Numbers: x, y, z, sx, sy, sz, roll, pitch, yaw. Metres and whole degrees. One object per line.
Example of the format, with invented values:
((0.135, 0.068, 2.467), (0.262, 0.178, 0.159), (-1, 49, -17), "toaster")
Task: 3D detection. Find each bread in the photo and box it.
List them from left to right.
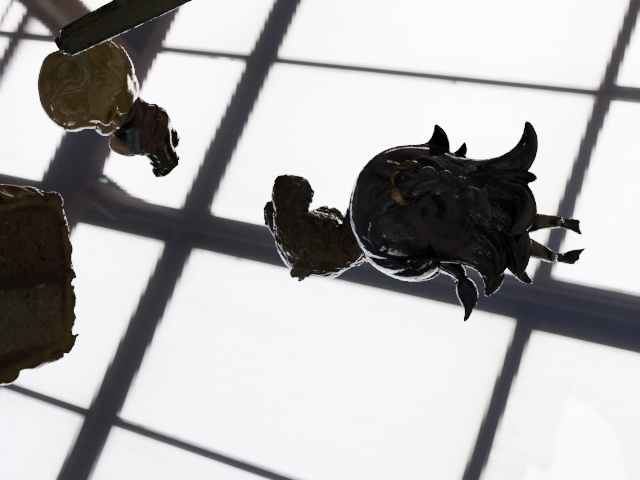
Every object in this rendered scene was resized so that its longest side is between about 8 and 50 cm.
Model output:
((-0.319, 0.047, 1.055), (0.222, 0.096, 0.182), (-17, -75, -47), "bread")

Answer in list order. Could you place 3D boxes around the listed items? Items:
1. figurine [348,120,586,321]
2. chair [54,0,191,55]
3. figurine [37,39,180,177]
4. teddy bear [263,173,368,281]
((0.161, -0.034, 1.434), (0.197, 0.265, 0.175), (59, -145, -28), "figurine")
((-0.082, -0.253, 0.782), (0.136, 0.270, 0.147), (-101, -13, -47), "chair")
((-0.229, -0.147, 1.332), (0.196, 0.108, 0.114), (47, -142, -52), "figurine")
((0.000, 0.000, 1.687), (0.190, 0.177, 0.140), (67, -140, -80), "teddy bear")
